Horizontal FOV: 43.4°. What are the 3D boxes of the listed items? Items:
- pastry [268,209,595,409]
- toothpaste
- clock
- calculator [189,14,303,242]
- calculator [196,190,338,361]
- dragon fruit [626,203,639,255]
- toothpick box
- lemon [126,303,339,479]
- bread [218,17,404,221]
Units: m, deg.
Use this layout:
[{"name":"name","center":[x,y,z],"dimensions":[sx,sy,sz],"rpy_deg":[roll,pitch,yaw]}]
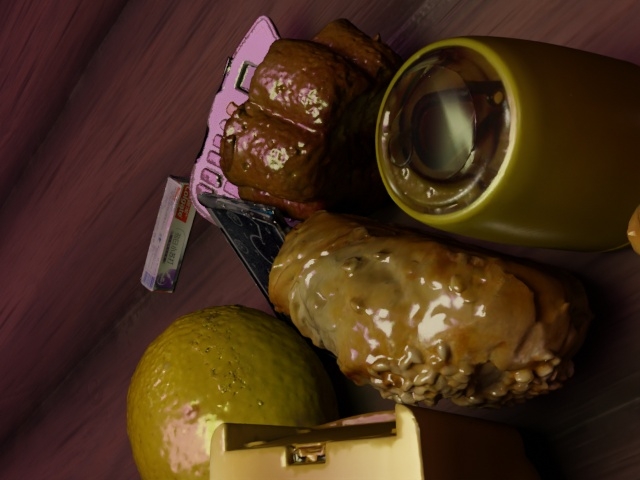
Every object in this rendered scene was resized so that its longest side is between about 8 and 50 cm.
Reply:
[{"name":"pastry","center":[0.095,0.072,0.766],"dimensions":[0.310,0.255,0.162],"rpy_deg":[21,101,53]},{"name":"toothpaste","center":[-0.243,-0.009,1.303],"dimensions":[0.040,0.047,0.196],"rpy_deg":[39,117,45]},{"name":"clock","center":[0.079,0.247,0.737],"dimensions":[0.244,0.317,0.201],"rpy_deg":[-11,77,34]},{"name":"calculator","center":[-0.064,-0.127,1.053],"dimensions":[0.194,0.043,0.294],"rpy_deg":[28,107,14]},{"name":"calculator","center":[-0.040,0.052,0.960],"dimensions":[0.165,0.028,0.274],"rpy_deg":[16,145,47]},{"name":"dragon fruit","center":[0.326,-0.011,0.504],"dimensions":[0.296,0.262,0.314],"rpy_deg":[-52,54,35]},{"name":"toothpick box","center":[0.176,-0.078,0.666],"dimensions":[0.175,0.271,0.175],"rpy_deg":[-2,88,48]},{"name":"lemon","center":[-0.104,0.222,0.983],"dimensions":[0.258,0.257,0.310],"rpy_deg":[-56,38,31]},{"name":"bread","center":[0.004,-0.126,0.888],"dimensions":[0.135,0.246,0.232],"rpy_deg":[29,108,34]}]
